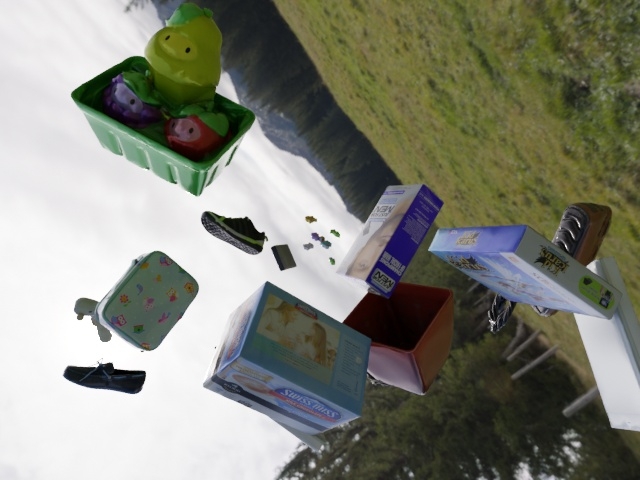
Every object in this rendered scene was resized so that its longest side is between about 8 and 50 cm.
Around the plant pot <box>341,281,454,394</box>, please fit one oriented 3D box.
[{"bbox_3d":[0.251,0.304,1.372,0.267,0.267,0.235,6,127,42],"label":"plant pot"}]

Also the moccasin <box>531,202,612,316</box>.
[{"bbox_3d":[0.731,0.064,1.328,0.147,0.380,0.139,0,-154,-18],"label":"moccasin"}]

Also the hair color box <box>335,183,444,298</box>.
[{"bbox_3d":[0.206,-0.006,1.364,0.110,0.338,0.185,35,169,-24],"label":"hair color box"}]

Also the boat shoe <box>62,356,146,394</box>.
[{"bbox_3d":[-0.712,0.439,1.503,0.258,0.089,0.109,25,180,-40],"label":"boat shoe"}]

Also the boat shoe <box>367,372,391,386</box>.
[{"bbox_3d":[0.237,0.463,1.627,0.355,0.130,0.132,8,171,-33],"label":"boat shoe"}]

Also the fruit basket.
[{"bbox_3d":[-0.346,-0.341,1.057,0.392,0.392,0.283,45,-132,-17],"label":"fruit basket"}]

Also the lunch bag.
[{"bbox_3d":[-0.525,0.175,1.379,0.224,0.279,0.108,45,146,-22],"label":"lunch bag"}]

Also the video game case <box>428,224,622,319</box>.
[{"bbox_3d":[0.386,0.058,0.893,0.244,0.061,0.269,32,171,-15],"label":"video game case"}]

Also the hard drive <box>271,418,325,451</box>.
[{"bbox_3d":[-0.147,0.470,1.339,0.353,0.047,0.233,36,173,1],"label":"hard drive"}]

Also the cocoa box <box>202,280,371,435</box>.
[{"bbox_3d":[-0.077,0.313,1.169,0.347,0.228,0.231,32,-135,-16],"label":"cocoa box"}]

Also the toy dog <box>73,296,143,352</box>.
[{"bbox_3d":[-0.761,0.329,1.706,0.220,0.334,0.161,96,177,-46],"label":"toy dog"}]

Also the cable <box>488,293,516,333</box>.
[{"bbox_3d":[0.640,0.243,1.595,0.047,0.184,0.150,23,-130,7],"label":"cable"}]

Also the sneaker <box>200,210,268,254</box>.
[{"bbox_3d":[-0.268,-0.041,1.417,0.235,0.084,0.097,36,-122,-31],"label":"sneaker"}]

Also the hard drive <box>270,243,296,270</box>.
[{"bbox_3d":[-0.132,0.061,1.638,0.094,0.022,0.135,66,-166,5],"label":"hard drive"}]

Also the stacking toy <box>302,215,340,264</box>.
[{"bbox_3d":[0.000,0.000,2.104,0.052,0.167,0.221,-20,-141,-37],"label":"stacking toy"}]

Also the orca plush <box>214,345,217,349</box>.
[{"bbox_3d":[-0.439,0.641,2.316,0.287,0.151,0.102,35,-152,10],"label":"orca plush"}]

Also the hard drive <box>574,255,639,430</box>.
[{"bbox_3d":[0.576,0.207,0.889,0.203,0.040,0.307,61,-161,-68],"label":"hard drive"}]
